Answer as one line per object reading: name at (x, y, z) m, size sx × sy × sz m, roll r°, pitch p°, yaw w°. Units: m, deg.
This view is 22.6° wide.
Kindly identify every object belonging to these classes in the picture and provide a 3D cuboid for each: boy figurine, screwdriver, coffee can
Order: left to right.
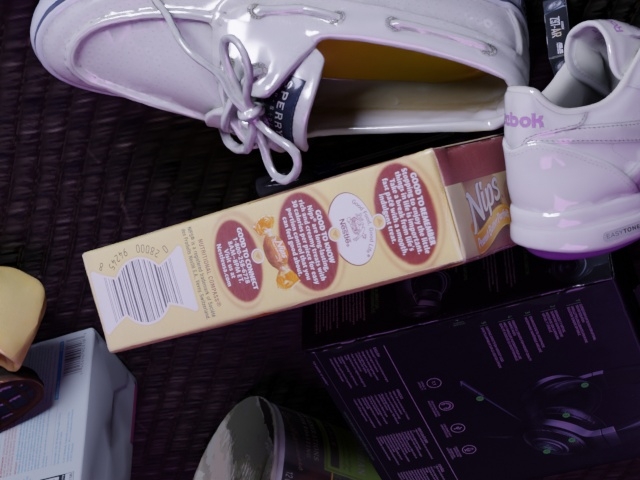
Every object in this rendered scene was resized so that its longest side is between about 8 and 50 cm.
boy figurine at (-0.378, 0.064, 1.385) m, size 0.285 × 0.092 × 0.177 m, roll 5°, pitch 156°, yaw 1°
coffee can at (0.028, 0.288, 1.546) m, size 0.275 × 0.201 × 0.201 m, roll 21°, pitch 133°, yaw -21°
screwdriver at (0.028, -0.064, 1.309) m, size 0.170 × 0.024 × 0.025 m, roll -15°, pitch 165°, yaw 7°

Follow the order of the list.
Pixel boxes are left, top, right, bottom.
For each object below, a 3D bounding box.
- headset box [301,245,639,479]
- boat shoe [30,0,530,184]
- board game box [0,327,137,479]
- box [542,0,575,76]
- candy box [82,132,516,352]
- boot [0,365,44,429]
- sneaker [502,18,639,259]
headset box at (0.158, 0.089, 1.384) m, size 0.283 × 0.131 × 0.246 m, roll -15°, pitch 134°, yaw 16°
boat shoe at (-0.029, -0.115, 1.149) m, size 0.367 × 0.156 × 0.136 m, roll 3°, pitch 137°, yaw -3°
board game box at (-0.328, 0.229, 1.474) m, size 0.303 × 0.224 × 0.097 m, roll -15°, pitch 137°, yaw 16°
box at (0.187, -0.130, 1.196) m, size 0.018 × 0.067 × 0.083 m, roll -13°, pitch 134°, yaw 16°
candy box at (0.000, 0.000, 1.218) m, size 0.316 × 0.183 × 0.088 m, roll -15°, pitch 91°, yaw 31°
boot at (-0.348, 0.124, 1.449) m, size 0.219 × 0.106 × 0.082 m, roll -17°, pitch 139°, yaw 15°
sneaker at (0.257, -0.100, 1.136) m, size 0.305 × 0.114 × 0.152 m, roll -25°, pitch 110°, yaw -27°
